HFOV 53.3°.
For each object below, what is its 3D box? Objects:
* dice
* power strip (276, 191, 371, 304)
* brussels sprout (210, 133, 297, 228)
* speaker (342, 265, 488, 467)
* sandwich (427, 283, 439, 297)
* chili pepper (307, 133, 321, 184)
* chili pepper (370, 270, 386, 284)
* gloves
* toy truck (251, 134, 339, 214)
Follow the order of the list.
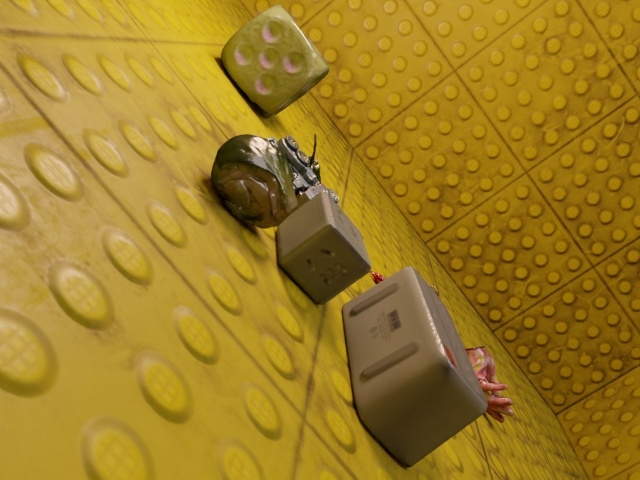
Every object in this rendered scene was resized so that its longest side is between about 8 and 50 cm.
[{"bbox_3d":[-0.139,-0.550,1.966,0.250,0.254,0.252,53,12,-5],"label":"dice"},{"bbox_3d":[0.000,0.000,1.316,0.140,0.139,0.224,46,15,-24],"label":"power strip"},{"bbox_3d":[-0.122,-0.116,1.205,0.183,0.131,0.146,42,22,-26],"label":"brussels sprout"},{"bbox_3d":[0.173,0.222,1.254,0.183,0.184,0.406,49,14,-20],"label":"speaker"},{"bbox_3d":[0.272,0.213,1.640,0.187,0.144,0.117,46,-5,-32],"label":"sandwich"},{"bbox_3d":[-0.033,-0.160,1.590,0.073,0.072,0.204,58,-22,30],"label":"chili pepper"},{"bbox_3d":[0.239,0.186,1.866,0.268,0.050,0.059,52,29,-3],"label":"chili pepper"},{"bbox_3d":[0.523,0.459,2.022,0.145,0.126,0.242,87,-7,-78],"label":"gloves"},{"bbox_3d":[-0.079,-0.139,1.485,0.257,0.108,0.140,53,26,3],"label":"toy truck"}]
